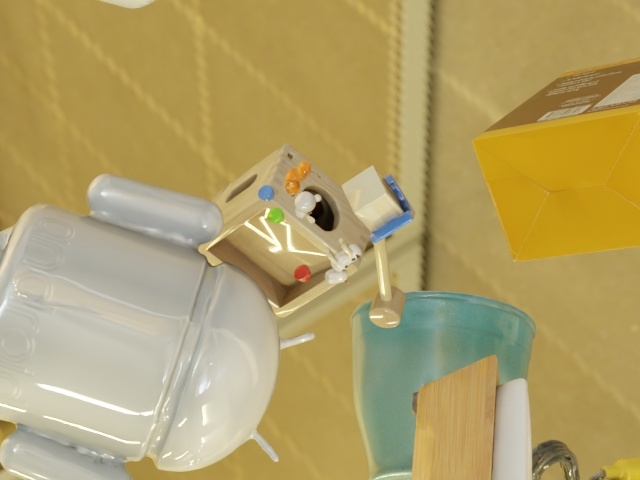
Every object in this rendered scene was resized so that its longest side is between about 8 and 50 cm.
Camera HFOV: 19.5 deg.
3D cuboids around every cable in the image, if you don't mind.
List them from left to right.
[{"bbox_3d":[0.299,0.295,2.203,0.287,0.139,0.072,23,-154,-45],"label":"cable"}]

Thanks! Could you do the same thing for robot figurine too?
[{"bbox_3d":[-0.189,0.091,1.696,0.353,0.300,0.200,18,175,-5],"label":"robot figurine"}]

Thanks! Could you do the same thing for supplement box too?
[{"bbox_3d":[0.286,-0.086,1.770,0.191,0.194,0.129,-8,109,40],"label":"supplement box"}]

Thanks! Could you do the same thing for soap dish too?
[{"bbox_3d":[0.146,0.294,1.821,0.229,0.118,0.291,80,-167,-48],"label":"soap dish"}]

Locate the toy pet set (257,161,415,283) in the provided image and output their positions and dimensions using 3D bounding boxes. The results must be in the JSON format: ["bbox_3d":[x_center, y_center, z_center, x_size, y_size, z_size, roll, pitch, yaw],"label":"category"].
[{"bbox_3d":[0.021,-0.018,1.675,0.065,0.114,0.122,47,-165,-47],"label":"toy pet set"}]

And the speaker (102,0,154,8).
[{"bbox_3d":[-0.135,-0.164,1.033,0.055,0.055,0.136,52,-163,16],"label":"speaker"}]

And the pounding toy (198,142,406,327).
[{"bbox_3d":[0.010,-0.001,1.906,0.206,0.094,0.181,39,134,-19],"label":"pounding toy"}]

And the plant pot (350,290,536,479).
[{"bbox_3d":[0.169,0.237,2.663,0.271,0.271,0.255,125,152,-64],"label":"plant pot"}]
